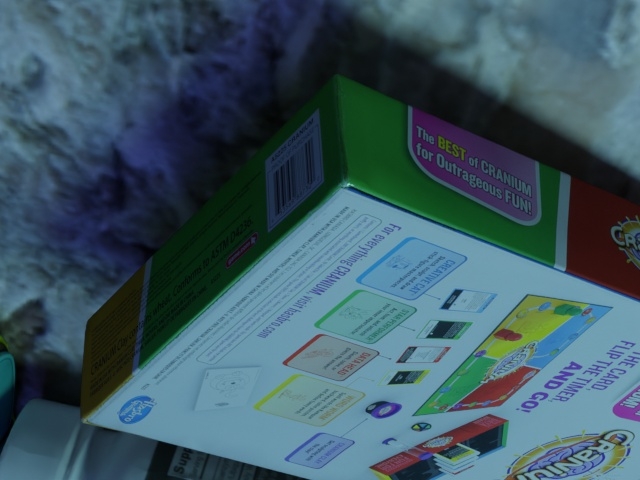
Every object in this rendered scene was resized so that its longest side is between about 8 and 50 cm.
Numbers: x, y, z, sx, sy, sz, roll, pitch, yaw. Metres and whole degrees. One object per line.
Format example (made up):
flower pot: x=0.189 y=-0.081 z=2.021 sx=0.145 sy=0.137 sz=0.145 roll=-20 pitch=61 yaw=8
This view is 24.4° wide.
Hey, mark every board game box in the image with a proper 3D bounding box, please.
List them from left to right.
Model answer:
board game box: x=0.069 y=0.057 z=0.784 sx=0.317 sy=0.064 sz=0.242 roll=20 pitch=138 yaw=-30

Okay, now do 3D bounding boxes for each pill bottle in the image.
pill bottle: x=-0.064 y=0.201 z=0.932 sx=0.283 sy=0.161 sz=0.161 roll=15 pitch=138 yaw=1

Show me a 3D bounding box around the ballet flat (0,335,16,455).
ballet flat: x=-0.237 y=0.129 z=0.968 sx=0.077 sy=0.077 sz=0.231 roll=24 pitch=138 yaw=15
